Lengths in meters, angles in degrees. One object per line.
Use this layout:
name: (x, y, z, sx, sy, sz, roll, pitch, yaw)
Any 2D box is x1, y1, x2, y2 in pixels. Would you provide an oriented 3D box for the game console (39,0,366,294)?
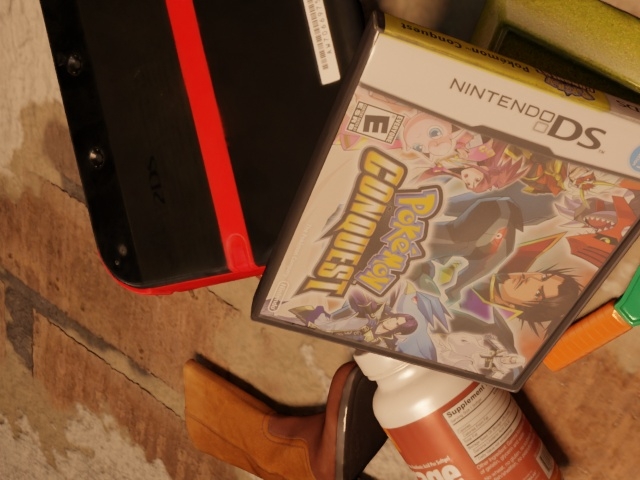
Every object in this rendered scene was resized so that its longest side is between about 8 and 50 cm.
game console: (-0.106, -0.154, 0.745, 0.342, 0.060, 0.387, -13, 91, 30)

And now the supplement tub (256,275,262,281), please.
supplement tub: (0.000, 0.000, 0.786, 0.198, 0.106, 0.106, 5, 116, 34)

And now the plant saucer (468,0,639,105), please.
plant saucer: (0.183, -0.094, 0.642, 0.188, 0.045, 0.188, 33, 129, 18)

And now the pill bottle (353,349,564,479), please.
pill bottle: (0.127, 0.174, 0.777, 0.121, 0.121, 0.216, -32, 93, 42)

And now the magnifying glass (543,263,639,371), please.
magnifying glass: (0.272, 0.048, 0.672, 0.092, 0.026, 0.231, 49, 130, 4)

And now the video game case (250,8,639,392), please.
video game case: (0.104, -0.008, 0.619, 0.248, 0.035, 0.275, 16, 126, -11)

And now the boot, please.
boot: (-0.051, 0.205, 0.970, 0.280, 0.096, 0.264, 25, 134, 32)
